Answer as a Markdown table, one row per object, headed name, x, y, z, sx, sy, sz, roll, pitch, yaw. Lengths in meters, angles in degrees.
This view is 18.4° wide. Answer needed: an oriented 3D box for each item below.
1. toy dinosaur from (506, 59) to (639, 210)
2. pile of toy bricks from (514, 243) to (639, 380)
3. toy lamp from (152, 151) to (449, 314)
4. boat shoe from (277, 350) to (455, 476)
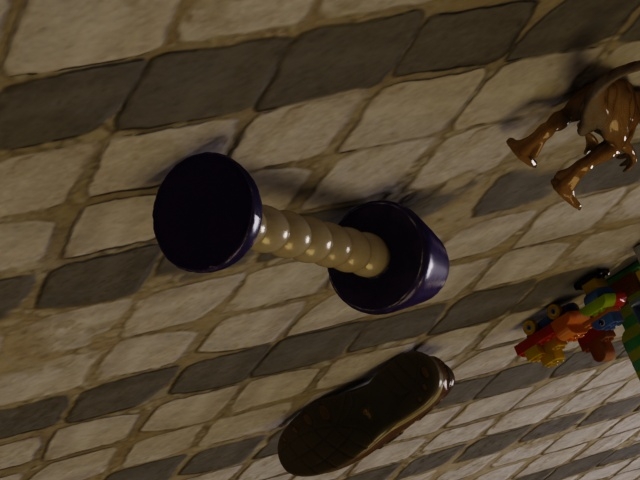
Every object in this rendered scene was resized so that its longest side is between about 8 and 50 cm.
| name | x | y | z | sx | sy | sz | roll | pitch | yaw |
| --- | --- | --- | --- | --- | --- | --- | --- | --- | --- |
| toy dinosaur | 0.176 | -0.082 | 1.258 | 0.112 | 0.064 | 0.211 | -46 | 165 | 13 |
| pile of toy bricks | 0.281 | 0.076 | 1.709 | 0.118 | 0.105 | 0.212 | -2 | 153 | -45 |
| toy lamp | 0.000 | 0.000 | 1.240 | 0.080 | 0.080 | 0.274 | -30 | 157 | 22 |
| boat shoe | 0.043 | 0.158 | 1.736 | 0.178 | 0.064 | 0.060 | -33 | 157 | 22 |
